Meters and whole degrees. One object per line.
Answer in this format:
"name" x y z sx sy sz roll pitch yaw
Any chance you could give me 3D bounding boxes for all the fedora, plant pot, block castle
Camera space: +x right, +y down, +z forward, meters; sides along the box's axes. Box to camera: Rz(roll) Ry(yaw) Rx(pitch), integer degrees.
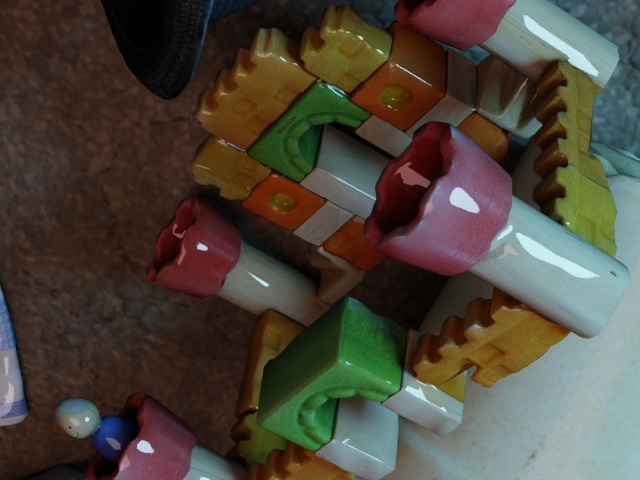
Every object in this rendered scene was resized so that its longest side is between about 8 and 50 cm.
"fedora" -0.075 -0.261 0.996 0.152 0.334 0.334 -10 113 -18
"plant pot" 0.214 0.091 1.071 0.333 0.334 0.305 22 103 0
"block castle" 0.000 0.000 0.994 0.212 0.303 0.453 29 135 -20

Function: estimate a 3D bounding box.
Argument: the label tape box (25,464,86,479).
"label tape box" -0.218 0.347 1.315 0.333 0.106 0.241 3 121 53

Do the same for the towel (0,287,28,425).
"towel" -0.402 0.057 1.291 0.209 0.034 0.285 -4 111 10
